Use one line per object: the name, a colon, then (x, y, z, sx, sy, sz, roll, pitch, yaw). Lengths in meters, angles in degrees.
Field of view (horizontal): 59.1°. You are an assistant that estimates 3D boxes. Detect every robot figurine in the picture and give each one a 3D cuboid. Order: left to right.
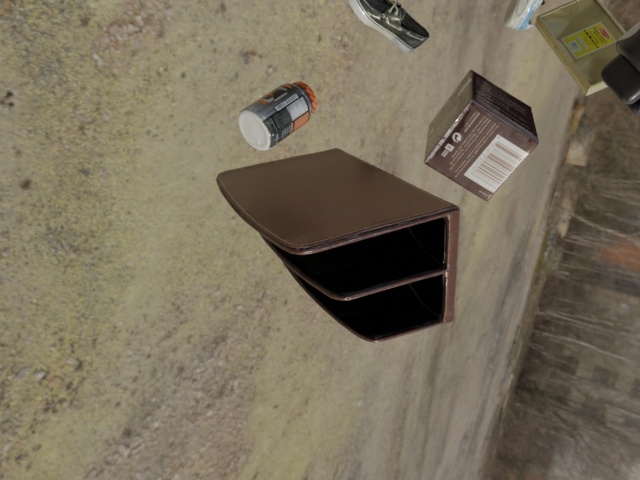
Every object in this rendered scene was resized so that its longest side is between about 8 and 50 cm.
robot figurine: (0.671, -0.361, 1.035, 0.278, 0.173, 0.209, -42, 179, 30)

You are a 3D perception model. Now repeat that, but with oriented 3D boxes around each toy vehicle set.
toy vehicle set: (0.707, -0.520, 1.482, 0.035, 0.166, 0.266, 64, 4, -66)

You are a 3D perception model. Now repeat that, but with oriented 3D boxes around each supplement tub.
supplement tub: (-0.103, -0.316, 1.408, 0.190, 0.117, 0.116, -42, 142, -32)

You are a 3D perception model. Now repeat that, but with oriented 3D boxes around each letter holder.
letter holder: (0.000, 0.000, 0.736, 0.215, 0.302, 0.151, -13, 116, -22)

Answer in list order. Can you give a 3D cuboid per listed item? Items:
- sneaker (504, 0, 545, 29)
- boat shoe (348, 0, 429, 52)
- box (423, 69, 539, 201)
sneaker: (0.542, -0.651, 1.437, 0.237, 0.086, 0.085, 96, -6, -53)
boat shoe: (0.157, -0.510, 1.271, 0.219, 0.070, 0.077, 23, 63, -34)
box: (0.340, -0.227, 1.209, 0.168, 0.167, 0.203, -56, -172, 35)
